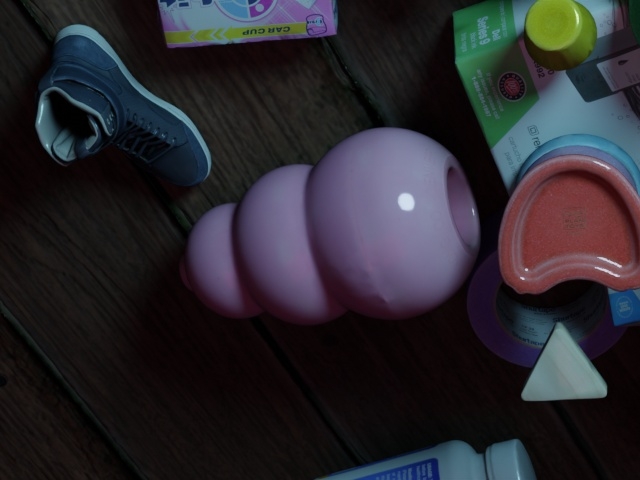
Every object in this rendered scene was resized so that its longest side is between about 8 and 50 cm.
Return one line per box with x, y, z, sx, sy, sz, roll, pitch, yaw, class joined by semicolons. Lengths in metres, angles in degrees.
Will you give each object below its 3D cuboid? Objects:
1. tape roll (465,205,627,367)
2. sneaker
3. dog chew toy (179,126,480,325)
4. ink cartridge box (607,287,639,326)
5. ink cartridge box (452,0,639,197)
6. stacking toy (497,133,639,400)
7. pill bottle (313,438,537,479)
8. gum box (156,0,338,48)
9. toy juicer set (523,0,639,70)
0.259;0.049;1.673;0.189;0.080;0.189;2;122;3;tape roll
-0.210;-0.106;1.558;0.086;0.163;0.226;-36;115;22;sneaker
0.000;0.000;1.599;0.332;0.206;0.206;-14;121;22;dog chew toy
0.351;-0.005;1.561;0.060;0.180;0.104;0;167;-37;ink cartridge box
0.304;-0.170;1.502;0.289;0.121;0.211;-19;119;15;ink cartridge box
0.334;0.031;1.471;0.309;0.130;0.279;6;109;10;stacking toy
0.130;0.335;1.823;0.272;0.152;0.152;-17;120;15;pill bottle
-0.081;-0.262;1.504;0.188;0.062;0.107;-4;122;6;gum box
0.354;-0.253;1.344;0.329;0.089;0.209;5;88;16;toy juicer set
